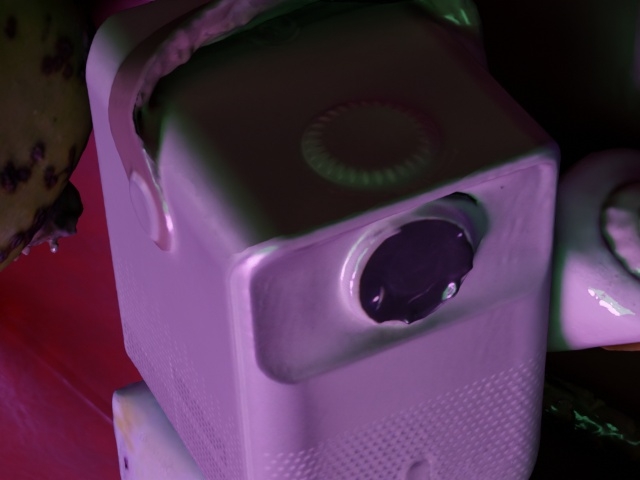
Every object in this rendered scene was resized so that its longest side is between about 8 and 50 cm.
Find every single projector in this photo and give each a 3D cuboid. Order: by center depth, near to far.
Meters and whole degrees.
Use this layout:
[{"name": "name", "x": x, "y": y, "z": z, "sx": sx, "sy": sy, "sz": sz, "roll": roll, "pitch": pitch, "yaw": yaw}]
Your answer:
[{"name": "projector", "x": 0.000, "y": 0.000, "z": 0.858, "sx": 0.177, "sy": 0.163, "sz": 0.242, "roll": 50, "pitch": 152, "yaw": 43}]

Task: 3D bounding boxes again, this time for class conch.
[{"name": "conch", "x": 0.130, "y": 0.024, "z": 0.897, "sx": 0.094, "sy": 0.104, "sz": 0.176, "roll": 63, "pitch": 146, "yaw": 24}]

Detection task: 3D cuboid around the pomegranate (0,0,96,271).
[{"name": "pomegranate", "x": -0.211, "y": -0.072, "z": 0.895, "sx": 0.254, "sy": 0.254, "sz": 0.270, "roll": -18, "pitch": 132, "yaw": 37}]

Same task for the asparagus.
[{"name": "asparagus", "x": 0.123, "y": 0.087, "z": 0.999, "sx": 0.165, "sy": 0.030, "sz": 0.036, "roll": 27, "pitch": 146, "yaw": 3}]

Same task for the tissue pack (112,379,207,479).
[{"name": "tissue pack", "x": 0.058, "y": 0.252, "z": 0.973, "sx": 0.388, "sy": 0.162, "sz": 0.287, "roll": 42, "pitch": 143, "yaw": 37}]
